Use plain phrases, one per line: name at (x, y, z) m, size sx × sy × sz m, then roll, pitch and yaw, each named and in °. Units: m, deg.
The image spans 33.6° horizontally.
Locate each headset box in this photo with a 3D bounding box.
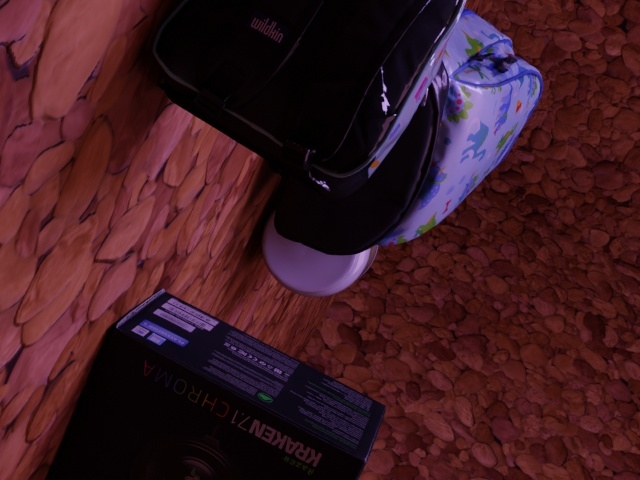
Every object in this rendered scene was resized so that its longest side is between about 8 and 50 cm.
headset box at (-0.114, 0.234, 0.978) m, size 0.283 × 0.246 × 0.131 m, roll -64°, pitch 175°, yaw 17°

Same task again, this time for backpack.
backpack at (0.002, -0.140, 0.703) m, size 0.188 × 0.165 × 0.144 m, roll -59°, pitch 176°, yaw -2°
backpack at (0.119, -0.156, 1.292) m, size 0.355 × 0.273 × 0.290 m, roll -63°, pitch 174°, yaw -62°

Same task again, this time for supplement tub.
supplement tub at (0.000, 0.000, 1.423) m, size 0.144 × 0.144 × 0.199 m, roll -64°, pitch 174°, yaw 6°
